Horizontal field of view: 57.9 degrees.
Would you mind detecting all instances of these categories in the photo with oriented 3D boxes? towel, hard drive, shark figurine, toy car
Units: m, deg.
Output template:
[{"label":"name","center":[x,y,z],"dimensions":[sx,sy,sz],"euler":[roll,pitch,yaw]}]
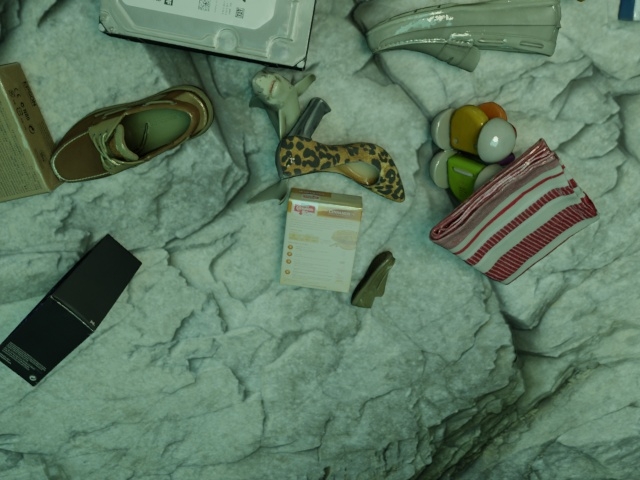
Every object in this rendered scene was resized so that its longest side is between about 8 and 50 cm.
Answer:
[{"label":"towel","center":[0.361,-0.027,1.037],"dimensions":[0.237,0.037,0.329],"euler":[-42,141,19]},{"label":"hard drive","center":[-0.171,-0.421,0.930],"dimensions":[0.338,0.064,0.237],"euler":[11,99,-3]},{"label":"shark figurine","center":[-0.087,-0.205,1.057],"dimensions":[0.116,0.166,0.278],"euler":[19,136,21]},{"label":"toy car","center":[0.287,-0.158,1.033],"dimensions":[0.136,0.159,0.182],"euler":[-21,122,-30]}]

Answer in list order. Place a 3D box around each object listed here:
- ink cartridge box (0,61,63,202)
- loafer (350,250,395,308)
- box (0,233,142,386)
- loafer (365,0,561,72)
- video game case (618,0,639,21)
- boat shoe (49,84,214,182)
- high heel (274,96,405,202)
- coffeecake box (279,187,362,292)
[{"label":"ink cartridge box","center":[-0.614,-0.190,1.073],"dimensions":[0.193,0.088,0.235],"euler":[-10,115,8]},{"label":"loafer","center":[0.115,0.083,1.188],"dimensions":[0.050,0.056,0.148],"euler":[27,123,-10]},{"label":"box","center":[-0.476,0.124,1.116],"dimensions":[0.184,0.261,0.103],"euler":[-37,108,17]},{"label":"loafer","center":[0.236,-0.334,0.957],"dimensions":[0.319,0.112,0.112],"euler":[-6,106,5]},{"label":"video game case","center":[0.617,-0.490,0.897],"dimensions":[0.244,0.061,0.270],"euler":[-3,114,3]},{"label":"boat shoe","center":[-0.352,-0.189,1.044],"dimensions":[0.323,0.120,0.123],"euler":[-22,112,12]},{"label":"high heel","center":[0.037,-0.107,1.022],"dimensions":[0.261,0.186,0.093],"euler":[41,143,-18]},{"label":"coffeecake box","center":[0.000,0.000,1.144],"dimensions":[0.142,0.068,0.186],"euler":[8,115,-1]}]
